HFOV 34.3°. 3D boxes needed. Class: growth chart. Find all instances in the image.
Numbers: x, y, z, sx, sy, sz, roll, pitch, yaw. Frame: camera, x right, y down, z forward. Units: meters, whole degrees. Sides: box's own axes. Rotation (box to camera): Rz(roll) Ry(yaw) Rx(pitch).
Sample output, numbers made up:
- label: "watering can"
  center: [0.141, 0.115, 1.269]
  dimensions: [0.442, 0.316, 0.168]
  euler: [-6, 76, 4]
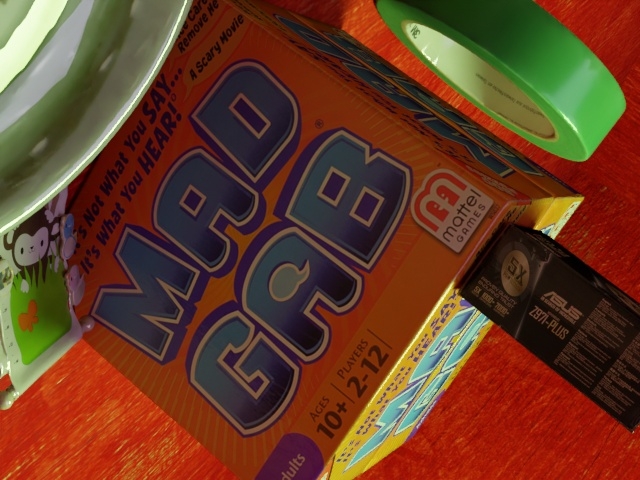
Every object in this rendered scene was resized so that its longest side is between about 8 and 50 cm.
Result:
- label: "growth chart"
  center: [-0.250, 0.020, 0.874]
  dimensions: [0.172, 0.021, 0.237]
  euler: [-59, 151, -51]

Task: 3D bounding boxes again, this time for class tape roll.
- label: "tape roll"
  center: [0.215, -0.221, 1.255]
  dimensions: [0.077, 0.321, 0.321]
  euler: [-53, 163, 1]

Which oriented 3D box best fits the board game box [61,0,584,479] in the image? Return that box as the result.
- label: "board game box"
  center: [0.000, 0.000, 1.086]
  dimensions: [0.356, 0.356, 0.356]
  euler: [-58, 162, 16]

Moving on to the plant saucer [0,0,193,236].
- label: "plant saucer"
  center: [-0.232, -0.152, 0.626]
  dimensions: [0.400, 0.100, 0.400]
  euler: [-45, 161, -20]

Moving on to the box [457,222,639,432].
- label: "box"
  center: [0.225, 0.070, 0.892]
  dimensions: [0.077, 0.180, 0.147]
  euler: [-55, 161, 12]
